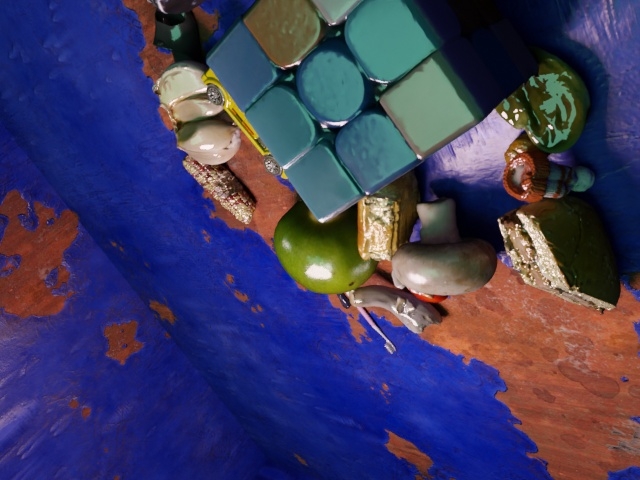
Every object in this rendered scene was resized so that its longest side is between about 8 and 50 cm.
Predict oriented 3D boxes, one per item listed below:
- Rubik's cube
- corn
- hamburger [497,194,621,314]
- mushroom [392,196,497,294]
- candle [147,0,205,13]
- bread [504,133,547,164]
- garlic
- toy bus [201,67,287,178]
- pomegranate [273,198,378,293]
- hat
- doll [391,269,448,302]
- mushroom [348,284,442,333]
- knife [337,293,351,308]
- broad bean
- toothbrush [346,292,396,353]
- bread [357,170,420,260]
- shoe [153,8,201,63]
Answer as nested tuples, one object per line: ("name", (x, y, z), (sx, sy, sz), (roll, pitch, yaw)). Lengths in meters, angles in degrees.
("Rubik's cube", (0.093, -0.293, 0.949), (0.347, 0.347, 0.344), (-33, 94, 39))
("corn", (-0.309, -0.172, 1.787), (0.290, 0.098, 0.098), (47, 146, -9))
("hamburger", (0.489, 0.022, 1.154), (0.283, 0.245, 0.155), (7, -175, -20))
("mushroom", (0.285, 0.012, 1.318), (0.244, 0.243, 0.243), (26, 143, 22))
("candle", (-0.368, -0.662, 1.207), (0.342, 0.221, 0.221), (46, 146, 1))
("bread", (0.406, -0.170, 1.124), (0.081, 0.046, 0.083), (50, 144, -15))
("garlic", (-0.299, -0.345, 1.533), (0.203, 0.184, 0.280), (-10, 106, 18))
("toy bus", (-0.127, -0.321, 1.404), (0.330, 0.144, 0.152), (50, 141, -7))
("pomegranate", (0.000, 0.000, 1.563), (0.310, 0.216, 0.358), (26, 142, 27))
("hat", (0.439, -0.114, 1.074), (0.163, 0.112, 0.093), (8, 114, -17))
("doll", (0.254, 0.095, 1.480), (0.217, 0.183, 0.085), (21, 120, -30))
("mushroom", (0.215, 0.187, 1.636), (0.278, 0.099, 0.096), (22, 106, 4))
("knife", (0.066, 0.175, 1.865), (0.031, 0.018, 0.121), (7, 132, 50))
("broad bean", (0.394, -0.253, 1.021), (0.153, 0.072, 0.206), (-31, 102, 40))
("toothbrush", (0.160, 0.261, 1.859), (0.286, 0.025, 0.020), (53, 144, -14))
("bread", (0.159, -0.064, 1.373), (0.121, 0.174, 0.245), (29, 145, 24))
("shoe", (-0.381, -0.511, 1.495), (0.108, 0.093, 0.241), (26, 144, 25))
